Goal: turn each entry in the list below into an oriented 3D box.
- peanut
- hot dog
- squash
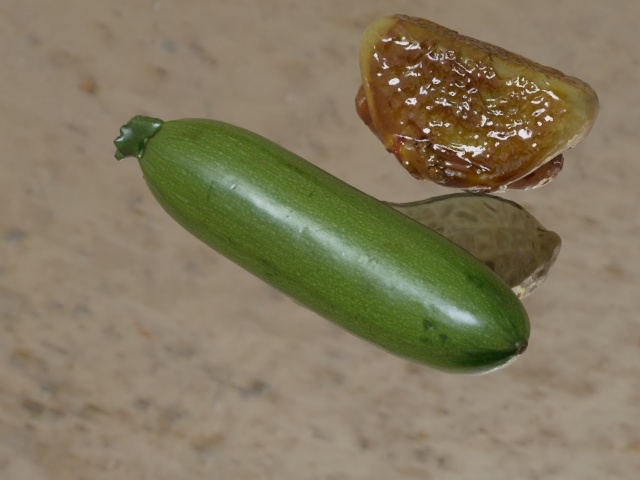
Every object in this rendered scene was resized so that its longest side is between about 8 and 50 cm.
[{"bbox_3d":[0.091,0.015,1.805,0.298,0.120,0.136,-1,168,-16],"label":"peanut"},{"bbox_3d":[0.151,-0.128,1.947,0.256,0.153,0.150,23,-165,14],"label":"hot dog"},{"bbox_3d":[0.000,0.000,1.496,0.395,0.107,0.107,29,163,22],"label":"squash"}]
